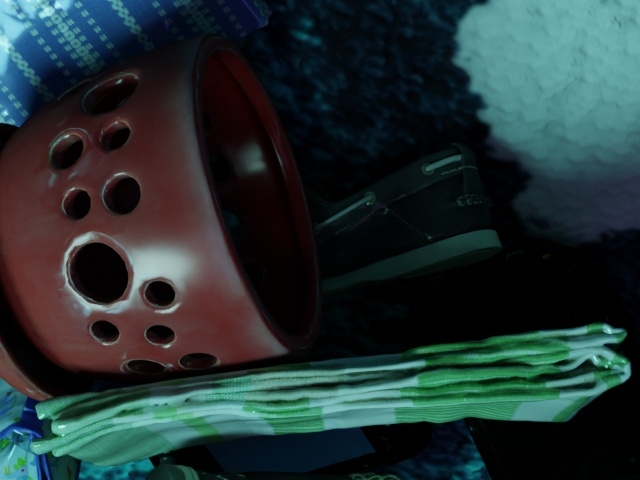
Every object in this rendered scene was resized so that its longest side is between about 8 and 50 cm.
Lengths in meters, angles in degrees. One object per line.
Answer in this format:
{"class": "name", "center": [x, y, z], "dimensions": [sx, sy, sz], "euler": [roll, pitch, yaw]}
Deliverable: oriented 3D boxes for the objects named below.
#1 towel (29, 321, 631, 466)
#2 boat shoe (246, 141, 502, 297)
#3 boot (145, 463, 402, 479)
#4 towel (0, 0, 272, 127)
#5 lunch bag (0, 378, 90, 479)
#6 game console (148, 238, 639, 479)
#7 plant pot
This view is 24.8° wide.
{"class": "towel", "center": [0.009, 0.104, 0.880], "dimensions": [0.325, 0.038, 0.248], "euler": [-8, 168, 1]}
{"class": "boat shoe", "center": [0.000, 0.000, 0.945], "dimensions": [0.233, 0.084, 0.079], "euler": [-16, 85, 21]}
{"class": "boot", "center": [-0.049, 0.218, 1.041], "dimensions": [0.179, 0.085, 0.236], "euler": [4, 156, -15]}
{"class": "towel", "center": [-0.228, -0.141, 0.873], "dimensions": [0.336, 0.040, 0.243], "euler": [-29, 117, 19]}
{"class": "lunch bag", "center": [-0.212, 0.141, 1.008], "dimensions": [0.096, 0.129, 0.151], "euler": [19, 122, -12]}
{"class": "game console", "center": [0.057, 0.131, 1.041], "dimensions": [0.361, 0.044, 0.213], "euler": [-18, 122, 15]}
{"class": "plant pot", "center": [-0.108, -0.006, 0.835], "dimensions": [0.174, 0.191, 0.191], "euler": [-15, 123, 16]}
